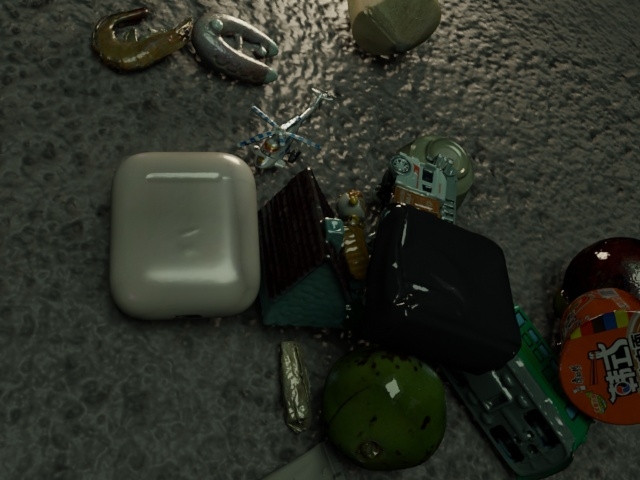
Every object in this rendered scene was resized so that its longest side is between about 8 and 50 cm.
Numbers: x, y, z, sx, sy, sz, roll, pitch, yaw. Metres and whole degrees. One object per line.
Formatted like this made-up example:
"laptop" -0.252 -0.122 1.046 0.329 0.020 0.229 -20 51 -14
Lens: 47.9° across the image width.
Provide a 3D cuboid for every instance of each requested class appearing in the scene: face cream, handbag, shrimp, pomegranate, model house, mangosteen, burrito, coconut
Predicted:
"face cream" -0.075 0.479 1.311 0.314 0.089 0.143 -12 70 -35
"handbag" 0.215 0.096 1.380 0.302 0.178 0.275 20 48 -26
"shrimp" -0.411 -0.474 1.654 0.173 0.058 0.253 40 56 9
"pomegranate" 0.127 0.309 1.390 0.254 0.254 0.270 36 46 -3
"model house" 0.000 0.000 1.432 0.230 0.248 0.280 5 45 -20
"mangosteen" 0.692 0.138 1.678 0.301 0.300 0.300 9 62 -18
"burrito" -0.049 0.290 1.433 0.058 0.045 0.188 -8 69 1
"coconut" 0.187 -0.591 1.853 0.239 0.239 0.244 1 60 -22

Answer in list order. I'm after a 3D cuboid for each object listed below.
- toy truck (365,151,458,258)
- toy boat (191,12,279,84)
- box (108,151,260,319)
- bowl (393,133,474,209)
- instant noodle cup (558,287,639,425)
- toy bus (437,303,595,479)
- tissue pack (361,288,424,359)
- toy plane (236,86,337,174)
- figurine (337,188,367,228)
"toy truck" 0.207 -0.048 1.574 0.185 0.133 0.338 17 56 -7
"toy boat" -0.192 -0.461 1.695 0.228 0.085 0.155 17 61 -29
"box" -0.266 -0.014 1.419 0.289 0.141 0.348 -2 66 -9
"bowl" 0.289 -0.176 1.764 0.212 0.112 0.211 10 60 -18
"instant noodle cup" 0.606 0.220 1.479 0.250 0.250 0.192 36 21 -3
"toy bus" 0.421 0.311 1.541 0.199 0.183 0.343 -24 77 -44
"tissue pack" 0.207 0.122 1.599 0.185 0.081 0.257 40 57 -1
"toy plane" -0.078 -0.258 1.672 0.182 0.107 0.273 17 49 -2
"figurine" 0.075 -0.048 1.629 0.068 0.101 0.143 -11 75 9
